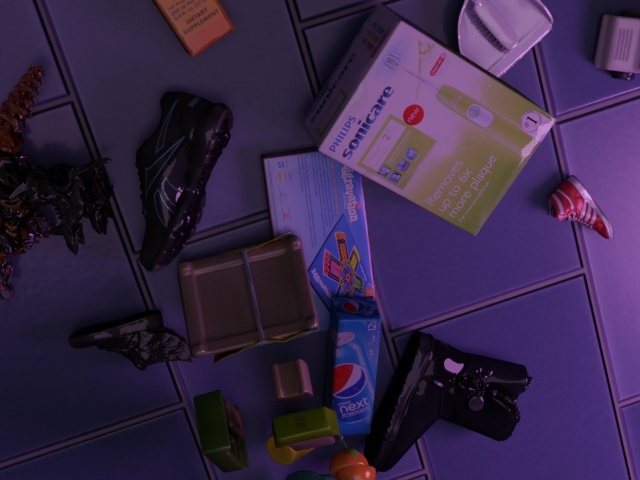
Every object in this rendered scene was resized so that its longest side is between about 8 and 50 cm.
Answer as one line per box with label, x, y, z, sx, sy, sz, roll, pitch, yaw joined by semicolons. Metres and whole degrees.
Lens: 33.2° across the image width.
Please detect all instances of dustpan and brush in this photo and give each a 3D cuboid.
dustpan and brush;0.230;-0.332;1.534;0.147;0.060;0.211;-43;108;5

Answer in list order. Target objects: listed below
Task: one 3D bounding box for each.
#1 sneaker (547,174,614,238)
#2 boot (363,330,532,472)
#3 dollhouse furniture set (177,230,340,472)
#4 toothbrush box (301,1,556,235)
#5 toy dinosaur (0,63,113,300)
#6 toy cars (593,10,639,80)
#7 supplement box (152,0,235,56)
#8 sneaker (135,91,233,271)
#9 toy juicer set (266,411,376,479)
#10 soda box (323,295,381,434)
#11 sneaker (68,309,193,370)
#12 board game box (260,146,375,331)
sneaker;0.398;-0.036;1.656;0.067;0.042;0.118;-39;100;-1
boot;0.201;0.282;1.688;0.207;0.094;0.247;22;95;-10
dollhouse furniture set;-0.089;0.166;1.589;0.197;0.151;0.302;-13;70;3
toothbrush box;0.150;-0.168;1.511;0.283;0.122;0.206;28;105;-23
toy dinosaur;-0.413;-0.067;1.473;0.218;0.164;0.322;13;126;4
toy cars;0.438;-0.352;1.548;0.176;0.087;0.393;-44;108;5
supplement box;-0.211;-0.366;1.448;0.078;0.080;0.233;-34;106;0
sneaker;-0.213;-0.085;1.534;0.106;0.101;0.267;24;103;8
toy juicer set;0.022;0.435;1.677;0.209;0.089;0.329;13;117;27
soda box;0.047;0.191;1.632;0.067;0.071;0.210;-1;117;-9
sneaker;-0.282;0.159;1.601;0.170;0.051;0.089;-16;103;-8
board game box;0.000;0.000;1.612;0.145;0.027;0.281;-8;107;-5
